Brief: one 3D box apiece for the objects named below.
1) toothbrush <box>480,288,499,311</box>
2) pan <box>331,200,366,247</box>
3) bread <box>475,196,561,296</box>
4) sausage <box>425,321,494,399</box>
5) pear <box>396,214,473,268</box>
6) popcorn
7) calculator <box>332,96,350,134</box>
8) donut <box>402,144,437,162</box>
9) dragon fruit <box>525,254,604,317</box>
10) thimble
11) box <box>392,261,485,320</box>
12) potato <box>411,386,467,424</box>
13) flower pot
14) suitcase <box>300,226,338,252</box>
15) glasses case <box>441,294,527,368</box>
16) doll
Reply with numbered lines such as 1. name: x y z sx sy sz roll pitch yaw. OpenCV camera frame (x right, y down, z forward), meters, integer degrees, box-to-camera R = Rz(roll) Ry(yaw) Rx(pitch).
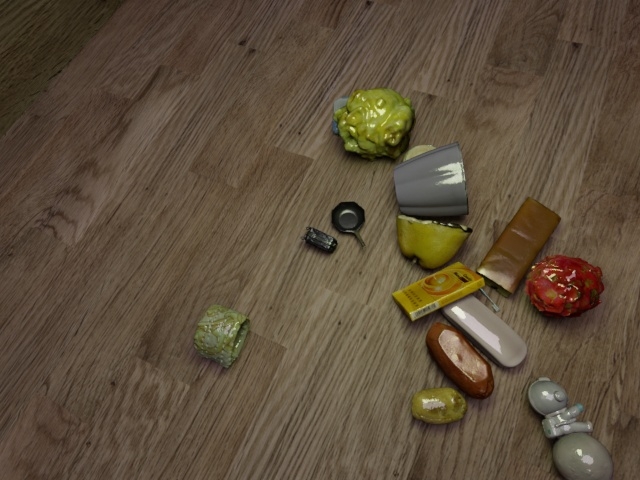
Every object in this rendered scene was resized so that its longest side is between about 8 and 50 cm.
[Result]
1. toothbrush: 0.559 0.176 1.403 0.014 0.011 0.167 -33 66 -3
2. pan: 0.107 -0.051 1.540 0.129 0.048 0.201 -3 64 7
3. bread: 0.695 0.019 1.423 0.138 0.077 0.361 35 74 21
4. sausage: 0.431 0.375 1.265 0.133 0.133 0.258 -35 64 -9
5. pear: 0.383 0.011 1.421 0.267 0.267 0.177 9 99 11
6. popcorn: 0.211 -0.454 1.591 0.313 0.312 0.311 -3 65 6
7. calculator: 0.115 -0.540 1.770 0.121 0.039 0.210 0 66 9
8. donut: 0.416 -0.326 1.621 0.166 0.065 0.108 11 67 12
9. dragon fruit: 0.787 0.142 1.298 0.268 0.210 0.205 -19 46 -23
10. thimble: -0.337 0.324 1.378 0.144 0.137 0.190 16 83 11
11. box: 0.392 0.167 1.366 0.270 0.043 0.152 -24 23 -4
12. potato: 0.363 0.506 1.240 0.171 0.080 0.107 -2 53 8
13. flower pot: 0.397 -0.204 1.469 0.243 0.265 0.264 -9 64 14
14. suitcase: 0.000 0.000 1.511 0.126 0.086 0.059 25 86 17
15. glasses case: 0.529 0.284 1.322 0.113 0.075 0.297 -40 68 -14
16. doll: 0.694 0.536 1.157 0.151 0.151 0.287 -19 61 -2
